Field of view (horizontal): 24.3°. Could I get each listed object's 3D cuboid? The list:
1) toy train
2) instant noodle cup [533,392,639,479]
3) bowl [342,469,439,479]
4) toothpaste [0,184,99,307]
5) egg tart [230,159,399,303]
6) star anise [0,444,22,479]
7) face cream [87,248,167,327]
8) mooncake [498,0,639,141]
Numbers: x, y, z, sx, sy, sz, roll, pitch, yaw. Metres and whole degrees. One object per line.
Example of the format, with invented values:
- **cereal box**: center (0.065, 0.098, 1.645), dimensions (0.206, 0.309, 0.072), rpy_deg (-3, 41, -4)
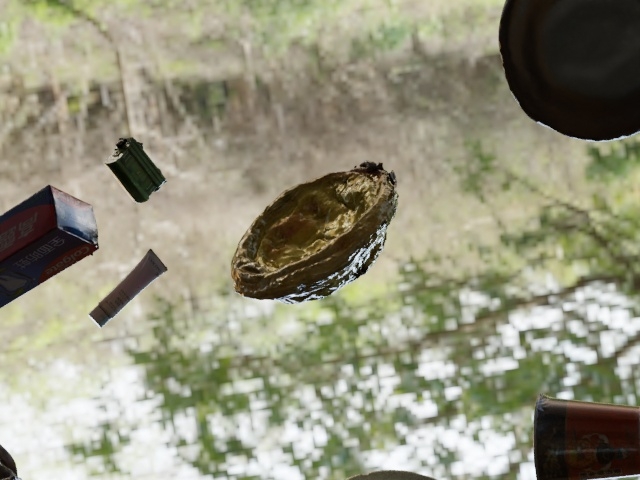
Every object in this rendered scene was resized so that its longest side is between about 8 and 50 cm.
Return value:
- **toy train**: center (-0.258, -0.098, 2.060), dimensions (0.038, 0.093, 0.056), rpy_deg (-1, -136, 47)
- **instant noodle cup**: center (0.347, 0.257, 1.903), dimensions (0.136, 0.127, 0.127), rpy_deg (-2, -175, 16)
- **bowl**: center (0.116, 0.624, 2.514), dimensions (0.435, 0.434, 0.196), rpy_deg (-7, -173, 16)
- **toothpaste**: center (-0.403, 0.044, 1.730), dimensions (0.320, 0.066, 0.076), rpy_deg (-30, 147, 22)
- **egg tart**: center (0.000, 0.000, 2.083), dimensions (0.279, 0.095, 0.279), rpy_deg (-25, -152, 14)
- **star anise**: center (-0.430, 0.351, 2.023), dimensions (0.065, 0.195, 0.182), rpy_deg (-13, 173, -23)
- **face cream**: center (-0.240, 0.061, 1.846), dimensions (0.115, 0.038, 0.020), rpy_deg (-45, -153, -15)
- **mooncake**: center (0.327, -0.240, 1.712), dimensions (0.245, 0.244, 0.133), rpy_deg (-7, -162, 24)
